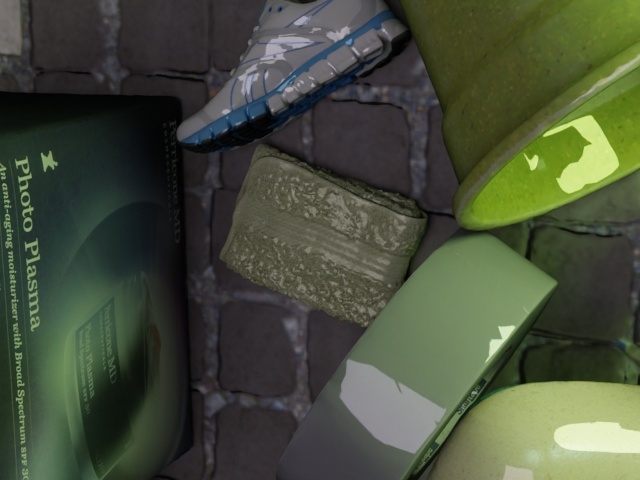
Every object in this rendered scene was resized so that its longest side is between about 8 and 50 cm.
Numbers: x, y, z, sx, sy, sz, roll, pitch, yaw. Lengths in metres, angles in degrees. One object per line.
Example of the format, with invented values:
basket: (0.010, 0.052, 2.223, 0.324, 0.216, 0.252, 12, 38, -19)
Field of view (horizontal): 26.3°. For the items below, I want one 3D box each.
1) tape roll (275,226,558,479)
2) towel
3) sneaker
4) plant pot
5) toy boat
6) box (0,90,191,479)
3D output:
tape roll: (0.065, 0.095, 0.912, 0.072, 0.219, 0.219, 37, 112, 12)
towel: (0.000, 0.000, 1.024, 0.148, 0.027, 0.110, 22, 110, 17)
sneaker: (-0.031, -0.131, 0.994, 0.190, 0.071, 0.083, -30, 83, 17)
plant pot: (0.142, -0.183, 0.817, 0.276, 0.276, 0.254, -35, 75, 25)
toy boat: (0.214, 0.119, 0.894, 0.267, 0.148, 0.318, 18, 108, -17)
box: (-0.232, 0.052, 0.985, 0.182, 0.294, 0.296, 3, 103, 20)
